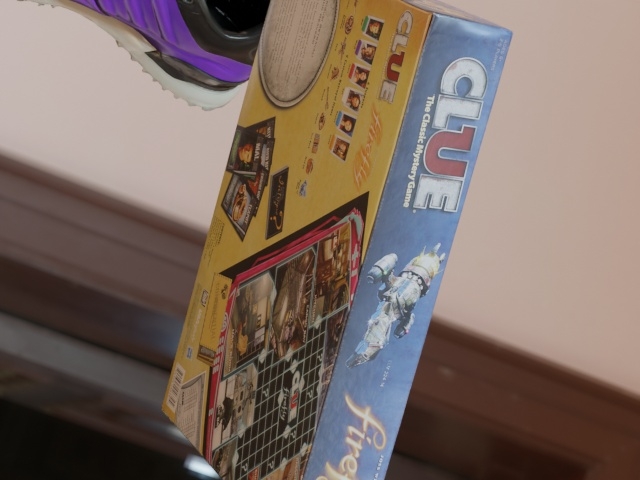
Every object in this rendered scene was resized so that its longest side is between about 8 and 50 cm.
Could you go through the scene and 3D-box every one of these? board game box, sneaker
[{"bbox_3d":[0.000,0.000,0.834,0.165,0.042,0.243,38,-65,60],"label":"board game box"},{"bbox_3d":[-0.144,-0.224,1.380,0.146,0.293,0.102,-31,-143,48],"label":"sneaker"}]
